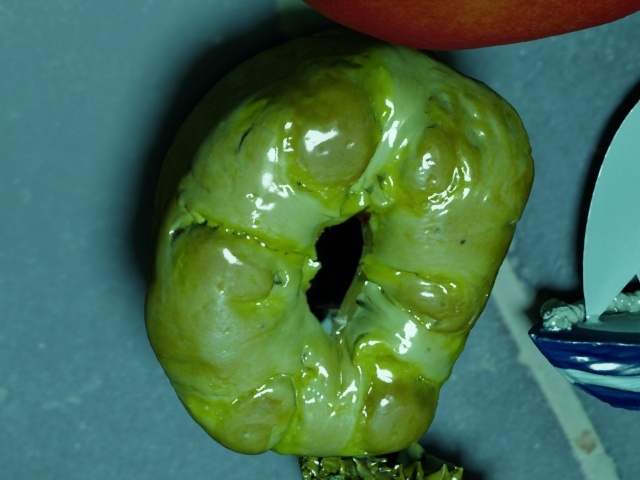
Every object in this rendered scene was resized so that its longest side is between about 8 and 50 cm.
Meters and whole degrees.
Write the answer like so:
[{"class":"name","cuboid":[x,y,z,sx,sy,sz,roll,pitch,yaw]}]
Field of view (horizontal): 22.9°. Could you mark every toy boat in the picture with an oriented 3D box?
[{"class":"toy boat","cuboid":[0.265,-0.011,1.054,0.210,0.070,0.291,11,111,-27]}]

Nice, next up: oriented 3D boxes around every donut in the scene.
[{"class":"donut","cuboid":[0.000,0.000,0.930,0.208,0.128,0.261,12,113,-23]}]

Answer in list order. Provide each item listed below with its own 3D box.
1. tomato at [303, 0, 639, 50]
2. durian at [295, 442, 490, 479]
[{"class":"tomato","cuboid":[0.091,-0.228,0.779,0.299,0.226,0.298,-10,120,-18]},{"class":"durian","cuboid":[0.062,0.252,1.100,0.172,0.166,0.306,-40,135,-31]}]
